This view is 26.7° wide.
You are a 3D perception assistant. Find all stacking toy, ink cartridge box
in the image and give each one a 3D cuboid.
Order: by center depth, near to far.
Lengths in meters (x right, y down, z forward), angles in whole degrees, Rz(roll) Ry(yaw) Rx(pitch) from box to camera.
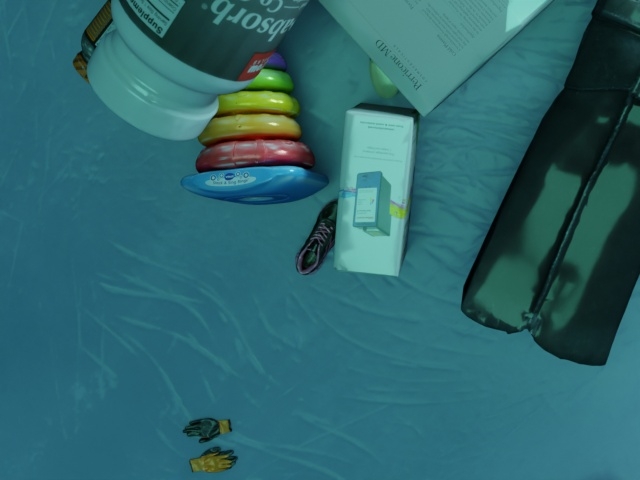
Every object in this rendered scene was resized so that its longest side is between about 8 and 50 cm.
[{"bbox_3d":[0.076,-0.070,1.808,0.093,0.154,0.212,8,101,7],"label":"ink cartridge box"},{"bbox_3d":[-0.093,-0.205,1.832,0.175,0.166,0.301,-4,85,20],"label":"stacking toy"}]

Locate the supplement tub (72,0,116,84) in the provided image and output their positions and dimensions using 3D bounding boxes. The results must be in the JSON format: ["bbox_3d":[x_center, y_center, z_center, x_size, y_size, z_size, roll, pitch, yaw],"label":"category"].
[{"bbox_3d":[-0.246,-0.289,1.844,0.117,0.117,0.190,41,105,1],"label":"supplement tub"}]

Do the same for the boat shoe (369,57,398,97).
[{"bbox_3d":[0.089,-0.259,1.828,0.049,0.042,0.133,-6,96,8],"label":"boat shoe"}]

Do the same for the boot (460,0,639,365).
[{"bbox_3d":[0.416,-0.038,1.674,0.367,0.146,0.445,27,102,16],"label":"boot"}]

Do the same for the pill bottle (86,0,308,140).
[{"bbox_3d":[-0.128,-0.312,1.658,0.210,0.210,0.363,38,118,1],"label":"pill bottle"}]

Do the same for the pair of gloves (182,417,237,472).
[{"bbox_3d":[-0.163,0.303,1.993,0.074,0.010,0.083,-8,98,12],"label":"pair of gloves"}]

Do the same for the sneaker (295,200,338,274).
[{"bbox_3d":[0.000,0.000,1.885,0.047,0.057,0.119,29,103,6],"label":"sneaker"}]

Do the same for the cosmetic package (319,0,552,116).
[{"bbox_3d":[0.115,-0.392,1.715,0.284,0.097,0.377,-42,90,21],"label":"cosmetic package"}]
